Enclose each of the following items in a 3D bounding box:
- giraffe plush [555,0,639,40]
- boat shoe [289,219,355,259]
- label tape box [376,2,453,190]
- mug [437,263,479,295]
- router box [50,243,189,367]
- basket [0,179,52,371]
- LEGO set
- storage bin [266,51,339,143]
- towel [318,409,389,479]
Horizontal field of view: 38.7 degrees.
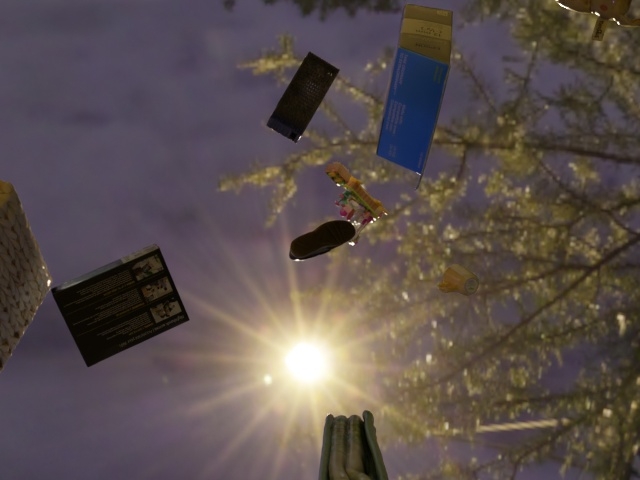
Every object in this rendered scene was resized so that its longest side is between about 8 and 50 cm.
[{"bbox_3d":[0.519,-0.494,1.639,0.182,0.170,0.210,1,-123,3],"label":"giraffe plush"},{"bbox_3d":[0.000,0.000,1.868,0.152,0.049,0.056,-18,-103,-25],"label":"boat shoe"},{"bbox_3d":[0.188,-0.299,1.851,0.115,0.249,0.347,12,-144,3],"label":"label tape box"},{"bbox_3d":[0.291,0.091,1.884,0.078,0.062,0.064,-49,-154,-5],"label":"mug"},{"bbox_3d":[-0.315,0.102,1.442,0.179,0.133,0.046,-24,-164,-14],"label":"router box"},{"bbox_3d":[-0.629,0.046,1.405,0.329,0.331,0.266,22,-120,10],"label":"basket"},{"bbox_3d":[0.069,-0.069,2.089,0.132,0.287,0.107,38,-95,20],"label":"LEGO set"},{"bbox_3d":[-0.041,-0.326,2.086,0.084,0.122,0.180,31,-101,-5],"label":"storage bin"},{"bbox_3d":[0.039,0.420,1.180,0.090,0.320,0.374,1,-173,2],"label":"towel"}]
